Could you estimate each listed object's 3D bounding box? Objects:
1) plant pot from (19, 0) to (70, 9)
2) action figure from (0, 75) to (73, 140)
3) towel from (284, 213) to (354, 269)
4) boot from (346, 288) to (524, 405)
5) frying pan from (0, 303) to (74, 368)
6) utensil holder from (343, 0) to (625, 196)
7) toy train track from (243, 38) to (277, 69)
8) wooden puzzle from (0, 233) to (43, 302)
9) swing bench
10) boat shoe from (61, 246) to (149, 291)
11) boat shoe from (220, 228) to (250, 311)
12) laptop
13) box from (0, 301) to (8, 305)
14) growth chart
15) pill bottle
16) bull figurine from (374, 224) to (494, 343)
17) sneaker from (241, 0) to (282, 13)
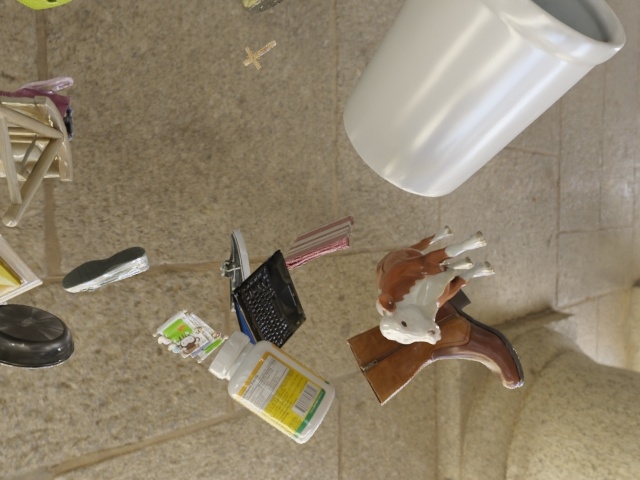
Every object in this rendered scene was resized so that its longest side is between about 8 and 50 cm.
[{"bbox_3d":[-0.508,-0.578,0.813,0.228,0.207,0.227,-9,102,-79],"label":"plant pot"},{"bbox_3d":[-0.946,-0.408,1.357,0.370,0.248,0.275,5,89,-34],"label":"action figure"},{"bbox_3d":[0.000,0.000,1.582,0.329,0.237,0.037,-66,134,-71],"label":"towel"},{"bbox_3d":[0.233,0.246,0.930,0.280,0.096,0.264,-29,71,-15],"label":"boot"},{"bbox_3d":[-0.638,0.151,0.918,0.053,0.326,0.197,-61,161,8],"label":"frying pan"},{"bbox_3d":[0.258,-0.311,0.831,0.328,0.385,0.327,15,53,-21],"label":"utensil holder"},{"bbox_3d":[-0.121,-0.382,0.923,0.048,0.083,0.014,56,29,-19],"label":"toy train track"},{"bbox_3d":[-0.796,0.083,1.022,0.221,0.044,0.238,-29,140,-16],"label":"wooden puzzle"},{"bbox_3d":[-0.543,-0.140,0.665,0.253,0.254,0.165,0,112,-12],"label":"swing bench"},{"bbox_3d":[-0.836,0.129,1.784,0.320,0.118,0.103,-28,136,-29],"label":"boat shoe"},{"bbox_3d":[-0.322,0.113,1.708,0.105,0.113,0.306,-8,95,-15],"label":"boat shoe"},{"bbox_3d":[-0.095,0.195,1.038,0.264,0.137,0.234,-44,130,-38],"label":"laptop"},{"bbox_3d":[-1.043,0.204,1.393,0.145,0.038,0.186,-79,159,-64],"label":"box"},{"bbox_3d":[-0.486,0.359,1.693,0.172,0.021,0.237,-47,120,-3],"label":"growth chart"},{"bbox_3d":[-0.089,0.253,0.810,0.208,0.117,0.117,34,68,2],"label":"pill bottle"},{"bbox_3d":[0.162,0.059,0.716,0.188,0.310,0.101,-27,98,3],"label":"bull figurine"},{"bbox_3d":[-0.046,-0.591,0.758,0.182,0.158,0.410,32,107,-6],"label":"sneaker"}]
